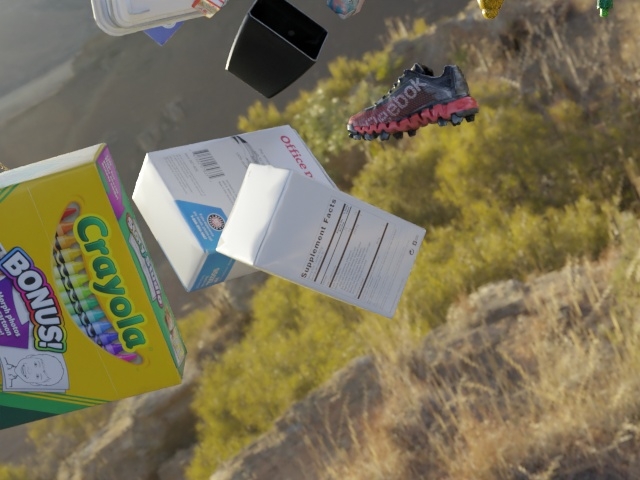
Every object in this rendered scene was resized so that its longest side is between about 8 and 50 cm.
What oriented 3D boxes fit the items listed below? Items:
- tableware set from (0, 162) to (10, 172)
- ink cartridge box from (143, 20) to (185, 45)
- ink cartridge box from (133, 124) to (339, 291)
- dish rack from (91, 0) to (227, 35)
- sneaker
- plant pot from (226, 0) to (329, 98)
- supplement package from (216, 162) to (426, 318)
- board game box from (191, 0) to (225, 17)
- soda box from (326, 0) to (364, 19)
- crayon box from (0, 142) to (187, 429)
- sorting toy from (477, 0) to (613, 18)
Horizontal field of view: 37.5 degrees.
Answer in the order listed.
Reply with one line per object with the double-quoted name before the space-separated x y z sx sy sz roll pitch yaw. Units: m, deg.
"tableware set" -0.602 -0.124 1.619 0.154 0.024 0.104 12 -12 7
"ink cartridge box" -0.436 -0.723 2.422 0.324 0.330 0.071 -54 5 -21
"ink cartridge box" -0.178 -0.082 2.142 0.395 0.285 0.166 -16 -28 -35
"dish rack" -0.317 -0.579 1.912 0.072 0.285 0.333 17 31 43
"sneaker" 0.172 -0.273 1.849 0.276 0.135 0.098 -11 1 30
"plant pot" -0.115 -0.448 2.198 0.167 0.188 0.187 -47 15 32
"supplement package" 0.000 0.000 1.658 0.177 0.293 0.175 17 85 62
"board game box" -0.172 -0.482 1.701 0.146 0.045 0.193 -60 14 1
"soda box" 0.077 -0.577 2.059 0.063 0.058 0.183 -34 -19 -36
"crayon box" -0.403 0.076 1.384 0.313 0.362 0.106 -15 22 7
"sorting toy" 0.389 -0.439 1.631 0.366 0.126 0.127 -4 8 -31
